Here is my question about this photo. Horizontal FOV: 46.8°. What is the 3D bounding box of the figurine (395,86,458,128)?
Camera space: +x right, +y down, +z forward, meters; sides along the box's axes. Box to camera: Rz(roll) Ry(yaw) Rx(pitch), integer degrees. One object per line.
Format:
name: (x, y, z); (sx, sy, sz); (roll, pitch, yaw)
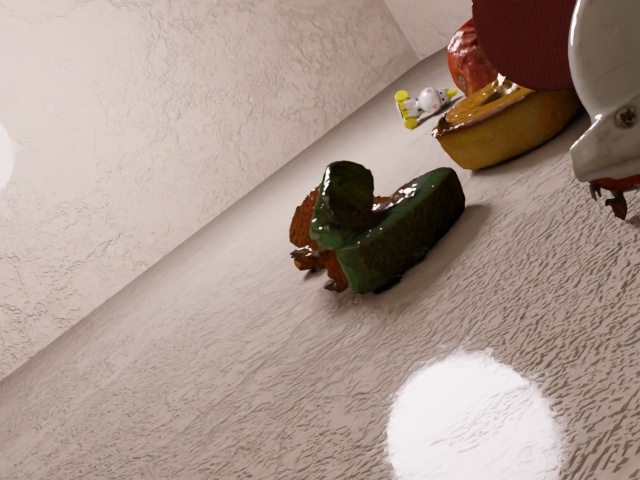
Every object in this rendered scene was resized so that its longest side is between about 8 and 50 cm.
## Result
figurine: (0.292, -0.380, 2.033); (0.178, 0.109, 0.130); (-24, -7, 28)

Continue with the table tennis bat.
table tennis bat: (0.343, -0.343, 0.953); (0.051, 0.268, 0.415); (-13, 2, -31)

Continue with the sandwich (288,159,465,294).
sandwich: (0.047, -0.039, 1.088); (0.250, 0.162, 0.301); (-35, 13, -30)

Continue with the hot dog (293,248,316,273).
hot dog: (0.000, 0.000, 1.321); (0.072, 0.055, 0.188); (-26, 12, 27)

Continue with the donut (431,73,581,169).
donut: (0.302, -0.209, 1.196); (0.254, 0.118, 0.253); (-33, 10, 6)

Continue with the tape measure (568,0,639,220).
tape measure: (0.342, -0.176, 0.638); (0.130, 0.265, 0.258); (5, -16, -43)

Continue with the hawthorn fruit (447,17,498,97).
hawthorn fruit: (0.338, -0.382, 1.455); (0.208, 0.243, 0.207); (-25, 29, 15)
